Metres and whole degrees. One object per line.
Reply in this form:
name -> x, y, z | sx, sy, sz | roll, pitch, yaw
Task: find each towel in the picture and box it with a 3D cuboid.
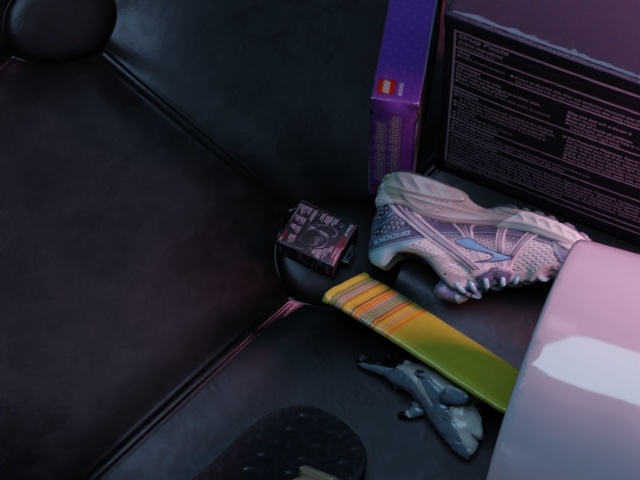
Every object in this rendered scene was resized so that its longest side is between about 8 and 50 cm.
towel -> 0.117, 0.111, 1.524 | 0.237, 0.021, 0.102 | 32, 25, 18

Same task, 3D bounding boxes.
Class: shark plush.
shark plush -> 0.105, 0.167, 1.509 | 0.161, 0.073, 0.067 | 28, 97, 11

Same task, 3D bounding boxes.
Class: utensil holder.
utensil holder -> 0.379, 0.200, 1.325 | 0.386, 0.327, 0.327 | 18, 63, 14

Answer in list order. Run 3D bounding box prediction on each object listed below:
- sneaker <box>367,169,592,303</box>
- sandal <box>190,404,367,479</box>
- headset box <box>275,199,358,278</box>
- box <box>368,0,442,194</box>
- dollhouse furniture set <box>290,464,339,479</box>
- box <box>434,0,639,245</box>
sneaker -> 0.186, 0.022, 1.574 | 0.283, 0.110, 0.122 | 18, 81, 15
sandal -> -0.127, 0.328, 1.391 | 0.446, 0.107, 0.167 | -30, 55, -33
headset box -> 0.000, 0.000, 1.618 | 0.083, 0.032, 0.062 | 24, 65, 14
box -> 0.104, -0.224, 1.642 | 0.057, 0.201, 0.293 | 8, 61, 6
dollhouse furniture set -> 0.147, 0.385, 1.327 | 0.174, 0.303, 0.356 | -13, 20, -42
box -> 0.297, -0.174, 1.553 | 0.296, 0.294, 0.182 | 22, 64, 14
